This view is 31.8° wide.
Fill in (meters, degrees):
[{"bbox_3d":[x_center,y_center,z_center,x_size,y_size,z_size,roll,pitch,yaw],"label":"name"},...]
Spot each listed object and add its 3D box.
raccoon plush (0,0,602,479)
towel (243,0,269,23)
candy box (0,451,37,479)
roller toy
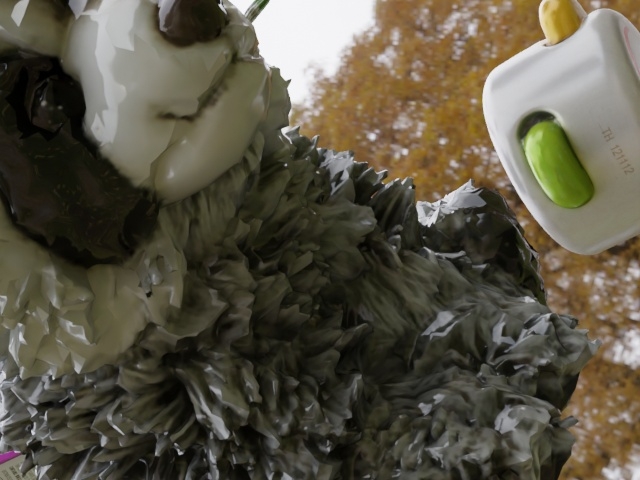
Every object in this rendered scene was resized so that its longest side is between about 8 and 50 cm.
[{"bbox_3d":[-0.111,0.078,0.468,0.299,0.216,0.446,32,-58,-7],"label":"raccoon plush"},{"bbox_3d":[-0.130,-0.255,1.456,0.023,0.113,0.152,44,-139,-14],"label":"towel"},{"bbox_3d":[-0.148,0.069,0.744,0.233,0.159,0.071,-25,-39,-11],"label":"candy box"},{"bbox_3d":[0.249,-0.099,0.991,0.191,0.146,0.209,36,-145,-40],"label":"roller toy"}]
